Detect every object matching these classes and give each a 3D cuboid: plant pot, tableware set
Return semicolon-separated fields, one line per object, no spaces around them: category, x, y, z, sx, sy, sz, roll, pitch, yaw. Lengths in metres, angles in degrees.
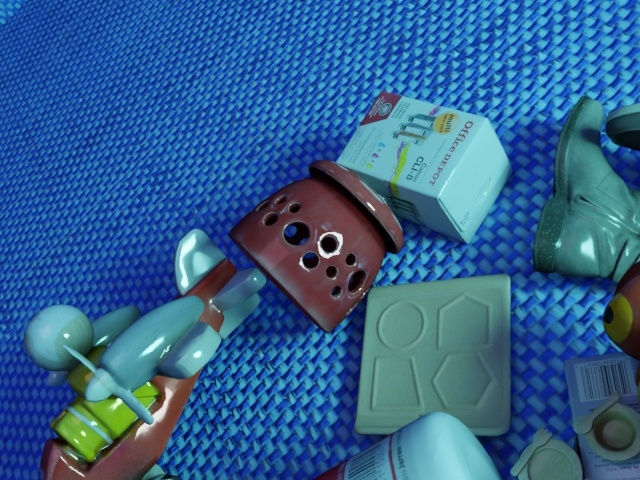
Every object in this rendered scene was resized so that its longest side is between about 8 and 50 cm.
plant pot;0.000;0.000;0.927;0.174;0.191;0.191;-46;49;-8
tableware set;0.269;0.231;0.642;0.141;0.020;0.169;-40;48;9

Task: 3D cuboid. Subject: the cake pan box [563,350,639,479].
cake pan box;0.372;0.215;0.640;0.266;0.070;0.246;-16;54;24

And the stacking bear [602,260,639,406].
stacking bear;0.333;0.130;0.574;0.164;0.175;0.289;-5;45;-4

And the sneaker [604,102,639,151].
sneaker;0.410;-0.074;0.739;0.222;0.083;0.118;16;84;24

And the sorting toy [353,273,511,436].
sorting toy;0.141;0.142;0.854;0.193;0.038;0.208;-8;55;29

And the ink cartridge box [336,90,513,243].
ink cartridge box;0.142;-0.100;0.931;0.176;0.127;0.128;25;78;38

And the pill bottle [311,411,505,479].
pill bottle;0.007;0.362;0.679;0.407;0.229;0.229;-34;51;12

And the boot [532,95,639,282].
boot;0.354;-0.052;0.817;0.161;0.083;0.247;11;69;23

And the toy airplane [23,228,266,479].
toy airplane;-0.250;0.147;0.928;0.386;0.272;0.384;-50;22;25
